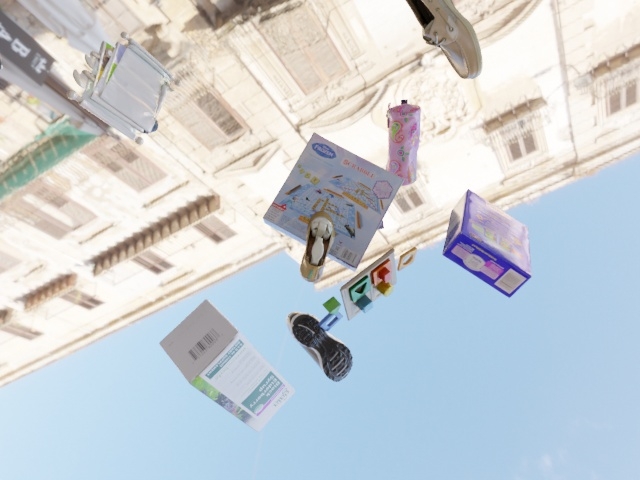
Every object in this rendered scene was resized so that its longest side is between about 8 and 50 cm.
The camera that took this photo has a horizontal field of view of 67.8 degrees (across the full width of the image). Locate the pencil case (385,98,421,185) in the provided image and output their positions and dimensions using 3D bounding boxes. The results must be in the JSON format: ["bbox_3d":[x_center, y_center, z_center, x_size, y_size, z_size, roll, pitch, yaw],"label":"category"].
[{"bbox_3d":[0.284,-0.333,1.652,0.124,0.284,0.124,-2,-150,1],"label":"pencil case"}]

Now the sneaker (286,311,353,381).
[{"bbox_3d":[-0.001,0.302,1.387,0.100,0.272,0.108,-42,-159,-14],"label":"sneaker"}]

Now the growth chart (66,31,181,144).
[{"bbox_3d":[-0.367,-0.298,0.910,0.021,0.172,0.237,-20,-137,33],"label":"growth chart"}]

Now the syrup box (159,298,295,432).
[{"bbox_3d":[-0.135,0.202,0.743,0.093,0.237,0.096,-44,-129,-15],"label":"syrup box"}]

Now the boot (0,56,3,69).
[{"bbox_3d":[-0.709,-0.416,0.669,0.366,0.146,0.446,-22,-96,-16],"label":"boot"}]

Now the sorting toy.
[{"bbox_3d":[0.142,0.127,1.269,0.347,0.196,0.047,-36,-122,-15],"label":"sorting toy"}]

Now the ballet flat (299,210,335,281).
[{"bbox_3d":[0.000,0.000,1.247,0.080,0.073,0.232,13,-126,-6],"label":"ballet flat"}]

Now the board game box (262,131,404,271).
[{"bbox_3d":[0.041,-0.119,1.440,0.318,0.066,0.318,29,-102,5],"label":"board game box"}]

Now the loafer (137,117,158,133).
[{"bbox_3d":[-0.577,-0.384,1.440,0.062,0.170,0.061,-56,-176,34],"label":"loafer"}]

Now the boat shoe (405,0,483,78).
[{"bbox_3d":[0.291,-0.521,1.168,0.098,0.302,0.109,-34,-168,-10],"label":"boat shoe"}]

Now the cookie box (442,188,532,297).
[{"bbox_3d":[0.194,0.000,0.550,0.040,0.091,0.107,-57,-179,38],"label":"cookie box"}]

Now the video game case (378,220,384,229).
[{"bbox_3d":[0.165,-0.093,1.622,0.087,0.011,0.122,-9,-80,9],"label":"video game case"}]
